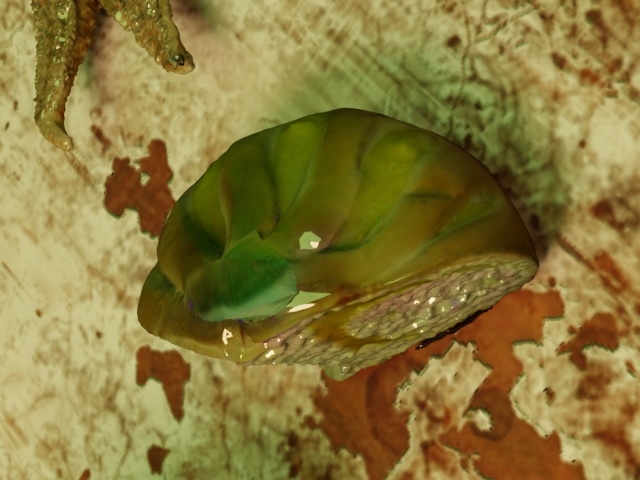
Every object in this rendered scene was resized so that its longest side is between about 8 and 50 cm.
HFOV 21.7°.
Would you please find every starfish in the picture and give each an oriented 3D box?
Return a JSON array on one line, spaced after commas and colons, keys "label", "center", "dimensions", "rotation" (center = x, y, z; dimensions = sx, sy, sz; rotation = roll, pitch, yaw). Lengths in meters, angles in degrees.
[{"label": "starfish", "center": [-0.150, -0.217, 1.179], "dimensions": [0.299, 0.060, 0.302], "rotation": [-19, 70, 26]}]

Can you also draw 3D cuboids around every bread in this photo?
[{"label": "bread", "center": [-0.011, -0.002, 1.011], "dimensions": [0.260, 0.158, 0.156], "rotation": [-29, 67, 27]}]
